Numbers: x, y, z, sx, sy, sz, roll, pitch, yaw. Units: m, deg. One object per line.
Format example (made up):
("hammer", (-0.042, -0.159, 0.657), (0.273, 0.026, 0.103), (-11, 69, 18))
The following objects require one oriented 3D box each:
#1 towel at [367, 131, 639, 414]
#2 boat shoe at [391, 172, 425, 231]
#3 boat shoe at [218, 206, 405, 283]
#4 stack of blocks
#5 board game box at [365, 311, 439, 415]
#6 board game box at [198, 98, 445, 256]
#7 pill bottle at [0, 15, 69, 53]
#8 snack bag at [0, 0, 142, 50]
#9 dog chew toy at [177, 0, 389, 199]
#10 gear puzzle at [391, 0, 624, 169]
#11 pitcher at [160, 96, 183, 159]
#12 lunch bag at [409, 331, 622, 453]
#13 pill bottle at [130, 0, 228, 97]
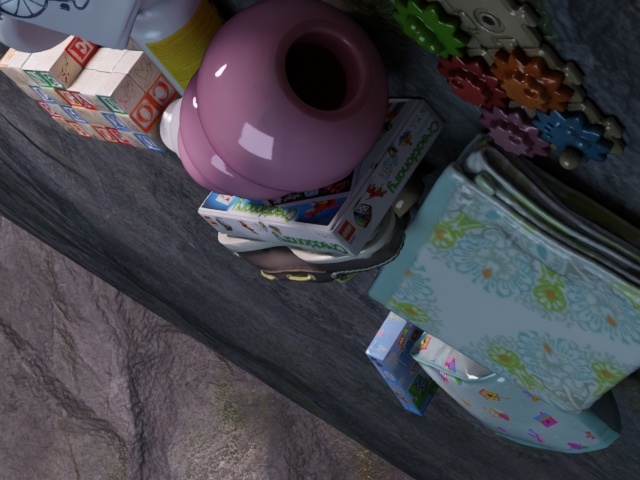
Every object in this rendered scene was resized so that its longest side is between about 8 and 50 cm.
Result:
("towel", (0.243, 0.058, 1.520), (0.320, 0.090, 0.374), (34, 150, 2))
("boat shoe", (0.057, -0.025, 1.718), (0.110, 0.122, 0.341), (34, 163, 3))
("boat shoe", (0.000, 0.000, 1.583), (0.097, 0.117, 0.324), (44, 155, -30))
("stack of blocks", (-0.345, -0.235, 1.951), (0.297, 0.087, 0.171), (15, 155, 49))
("board game box", (0.154, 0.159, 1.991), (0.039, 0.160, 0.211), (22, 161, 33))
("board game box", (-0.007, -0.084, 1.541), (0.053, 0.193, 0.305), (44, 162, -29))
("pill bottle", (-0.442, -0.375, 1.556), (0.334, 0.188, 0.188), (29, 163, 18))
("snack bag", (-0.319, -0.325, 1.307), (0.342, 0.037, 0.323), (15, 144, -18))
("dog chew toy", (-0.063, -0.138, 1.427), (0.206, 0.207, 0.332), (38, 156, -13))
("gear puzzle", (0.149, -0.180, 1.226), (0.339, 0.044, 0.175), (44, 161, -32))
("pitcher", (-0.124, -0.144, 1.766), (0.177, 0.126, 0.207), (16, 179, -14))
("lunch bag", (0.290, 0.195, 1.840), (0.223, 0.160, 0.262), (41, 168, -22))
("pill bottle", (-0.168, -0.253, 1.526), (0.103, 0.103, 0.184), (19, 159, 41))
